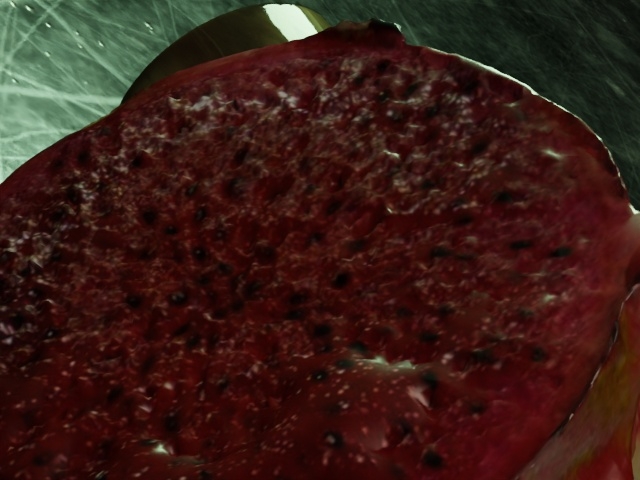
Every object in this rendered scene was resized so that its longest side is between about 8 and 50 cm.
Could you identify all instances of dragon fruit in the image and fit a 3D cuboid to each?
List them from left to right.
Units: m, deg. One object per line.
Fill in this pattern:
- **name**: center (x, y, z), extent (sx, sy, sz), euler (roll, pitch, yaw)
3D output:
- **dragon fruit**: center (-0.005, 0.088, 0.923), extent (0.249, 0.386, 0.371), euler (67, 23, -43)

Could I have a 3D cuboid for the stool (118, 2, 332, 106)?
- **stool**: center (0.000, 0.000, 1.229), extent (0.179, 0.179, 0.264), euler (8, 40, -49)
